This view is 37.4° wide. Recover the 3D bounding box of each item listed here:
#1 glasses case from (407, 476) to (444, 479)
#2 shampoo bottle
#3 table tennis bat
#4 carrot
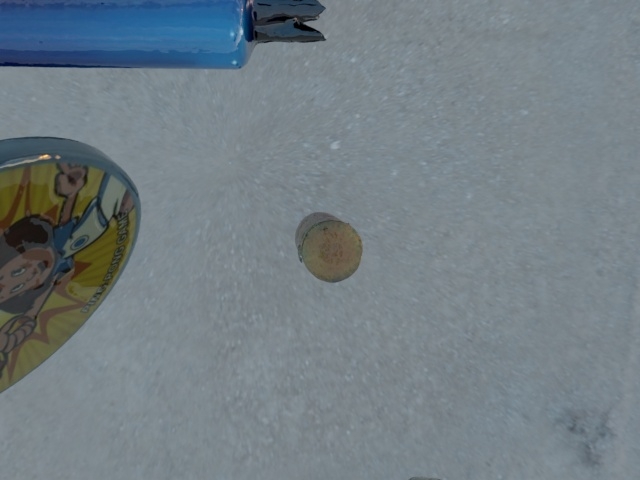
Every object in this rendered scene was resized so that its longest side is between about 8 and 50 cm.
[{"bbox_3d":[0.137,0.356,0.872,0.085,0.354,0.137,6,109,-17],"label":"glasses case"},{"bbox_3d":[-0.089,-0.108,0.413,0.183,0.087,0.050,0,135,0],"label":"shampoo bottle"},{"bbox_3d":[-0.241,0.053,0.531,0.329,0.215,0.044,-32,64,-29],"label":"table tennis bat"},{"bbox_3d":[0.000,0.000,0.741,0.048,0.139,0.048,-1,97,-7],"label":"carrot"}]
